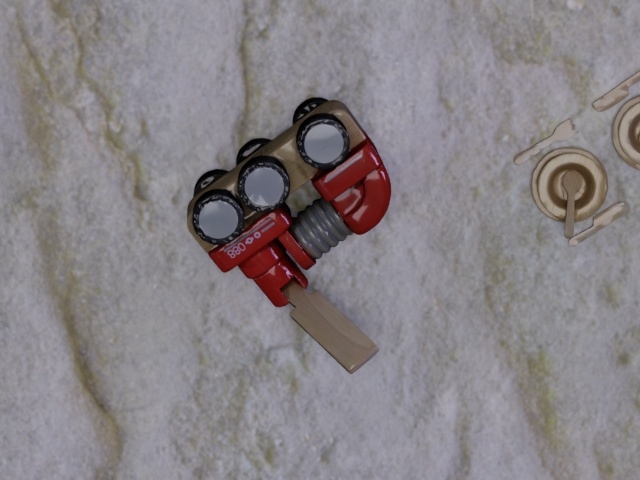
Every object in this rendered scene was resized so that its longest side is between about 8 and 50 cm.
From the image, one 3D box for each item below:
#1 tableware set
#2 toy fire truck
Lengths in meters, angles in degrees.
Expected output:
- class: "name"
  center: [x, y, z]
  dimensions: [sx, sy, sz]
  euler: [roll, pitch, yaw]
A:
- class: "tableware set"
  center: [0.325, -0.089, 1.844]
  dimensions: [0.194, 0.039, 0.128]
  euler: [-34, 94, 6]
- class: "toy fire truck"
  center: [0.000, 0.000, 1.828]
  dimensions: [0.217, 0.158, 0.246]
  euler: [-36, 106, 6]
